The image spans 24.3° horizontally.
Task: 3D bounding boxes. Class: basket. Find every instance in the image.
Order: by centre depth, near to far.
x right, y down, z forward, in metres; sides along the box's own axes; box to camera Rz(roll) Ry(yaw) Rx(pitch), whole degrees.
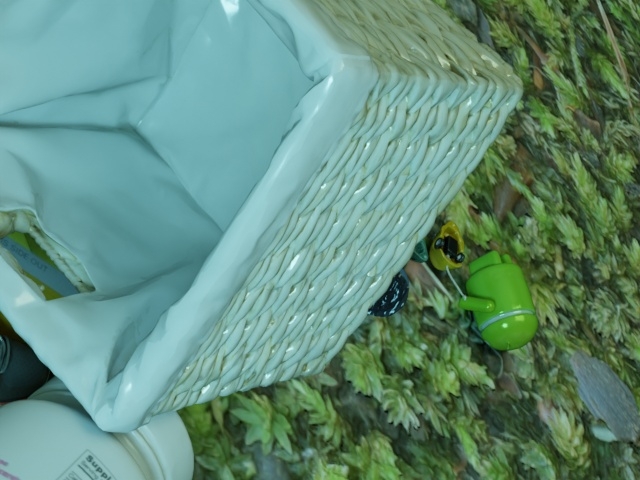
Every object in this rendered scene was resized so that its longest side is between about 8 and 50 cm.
[{"bbox_3d":[-0.089,-0.096,1.099,0.328,0.331,0.266,46,28,25],"label":"basket"}]

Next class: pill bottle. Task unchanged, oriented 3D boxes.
[{"bbox_3d":[-0.212,0.209,1.015,0.160,0.160,0.283,52,36,-6],"label":"pill bottle"}]

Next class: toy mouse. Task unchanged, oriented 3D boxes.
[{"bbox_3d":[0.100,-0.022,1.641,0.143,0.031,0.161,31,43,-30],"label":"toy mouse"}]

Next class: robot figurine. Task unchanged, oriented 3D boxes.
[{"bbox_3d":[0.202,0.071,1.656,0.101,0.067,0.115,16,52,-51],"label":"robot figurine"}]

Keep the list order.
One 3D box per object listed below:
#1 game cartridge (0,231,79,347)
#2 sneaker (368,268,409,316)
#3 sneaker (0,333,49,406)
[{"bbox_3d":[-0.224,-0.033,1.275,0.323,0.052,0.285,35,42,-24],"label":"game cartridge"},{"bbox_3d":[0.000,0.000,1.501,0.209,0.069,0.082,38,7,-9],"label":"sneaker"},{"bbox_3d":[-0.266,0.084,1.128,0.158,0.065,0.061,18,51,-39],"label":"sneaker"}]
